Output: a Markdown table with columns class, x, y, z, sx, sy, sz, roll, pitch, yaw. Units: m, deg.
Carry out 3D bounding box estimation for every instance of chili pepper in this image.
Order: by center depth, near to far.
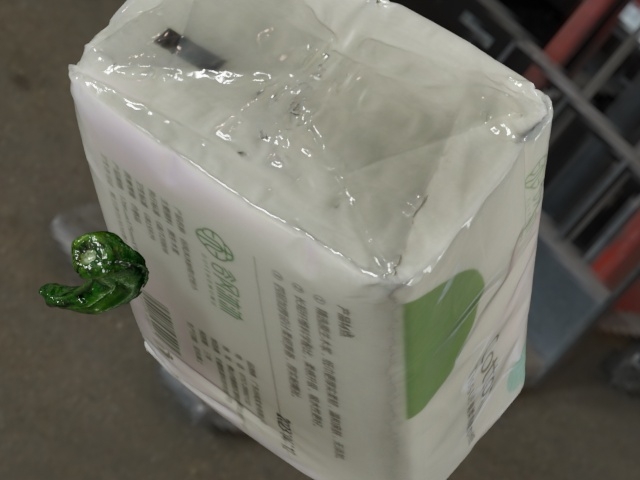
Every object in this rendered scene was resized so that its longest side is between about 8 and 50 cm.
| class | x | y | z | sx | sy | sz | roll | pitch | yaw |
| --- | --- | --- | --- | --- | --- | --- | --- | --- | --- |
| chili pepper | -0.129 | 0.019 | 1.007 | 0.055 | 0.118 | 0.035 | 11 | 73 | -17 |

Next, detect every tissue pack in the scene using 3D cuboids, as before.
| class | x | y | z | sx | sy | sz | roll | pitch | yaw |
| --- | --- | --- | --- | --- | --- | --- | --- | --- | --- |
| tissue pack | 0.001 | -0.001 | 1.123 | 0.266 | 0.356 | 0.194 | 33 | 66 | 20 |
